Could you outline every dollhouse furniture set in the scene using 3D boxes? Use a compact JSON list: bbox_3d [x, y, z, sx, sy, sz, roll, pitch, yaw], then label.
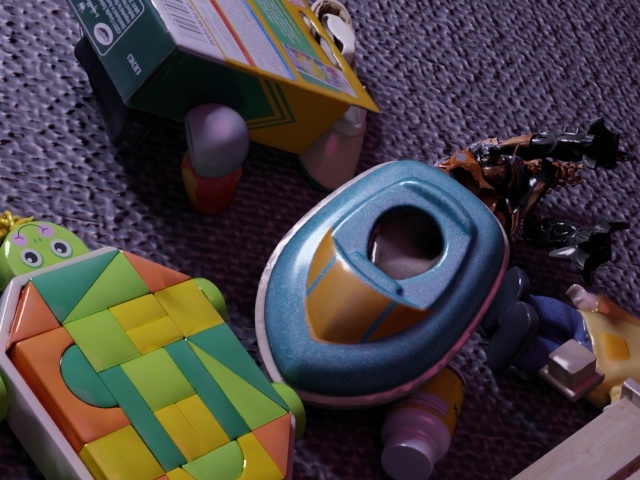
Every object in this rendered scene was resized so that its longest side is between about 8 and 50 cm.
[{"bbox_3d":[0.237,0.308,1.396,0.303,0.174,0.355,-29,48,-24],"label":"dollhouse furniture set"}]

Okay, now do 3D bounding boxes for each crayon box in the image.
[{"bbox_3d":[-0.101,-0.197,1.520,0.323,0.083,0.203,11,41,-53],"label":"crayon box"}]

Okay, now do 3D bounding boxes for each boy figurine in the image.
[{"bbox_3d":[0.305,0.125,1.613,0.285,0.092,0.177,18,41,-19],"label":"boy figurine"}]

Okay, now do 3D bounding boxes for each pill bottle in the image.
[{"bbox_3d":[0.091,0.164,1.429,0.065,0.065,0.116,33,40,-7],"label":"pill bottle"}]

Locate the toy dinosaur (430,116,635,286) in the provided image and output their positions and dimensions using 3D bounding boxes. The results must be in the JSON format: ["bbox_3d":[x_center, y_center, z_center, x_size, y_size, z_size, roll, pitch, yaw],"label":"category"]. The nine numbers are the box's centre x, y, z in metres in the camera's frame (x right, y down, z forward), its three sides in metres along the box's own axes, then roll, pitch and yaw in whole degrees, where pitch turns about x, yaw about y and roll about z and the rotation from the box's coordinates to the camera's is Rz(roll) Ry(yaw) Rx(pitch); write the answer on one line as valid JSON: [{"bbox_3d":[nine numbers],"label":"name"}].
[{"bbox_3d":[0.206,-0.064,1.662,0.218,0.164,0.322,7,32,33],"label":"toy dinosaur"}]

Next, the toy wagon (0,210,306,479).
[{"bbox_3d":[-0.172,0.101,1.283,0.267,0.068,0.344,-20,67,-47],"label":"toy wagon"}]

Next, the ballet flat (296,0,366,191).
[{"bbox_3d":[0.011,-0.164,1.665,0.086,0.086,0.248,17,44,-25],"label":"ballet flat"}]

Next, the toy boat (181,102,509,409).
[{"bbox_3d":[0.000,0.000,1.416,0.318,0.148,0.267,35,67,11],"label":"toy boat"}]

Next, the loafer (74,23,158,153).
[{"bbox_3d":[-0.201,-0.169,1.511,0.078,0.076,0.223,20,36,-29],"label":"loafer"}]
